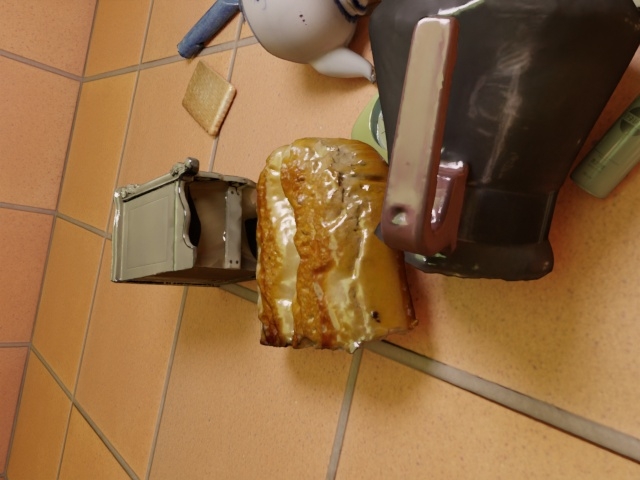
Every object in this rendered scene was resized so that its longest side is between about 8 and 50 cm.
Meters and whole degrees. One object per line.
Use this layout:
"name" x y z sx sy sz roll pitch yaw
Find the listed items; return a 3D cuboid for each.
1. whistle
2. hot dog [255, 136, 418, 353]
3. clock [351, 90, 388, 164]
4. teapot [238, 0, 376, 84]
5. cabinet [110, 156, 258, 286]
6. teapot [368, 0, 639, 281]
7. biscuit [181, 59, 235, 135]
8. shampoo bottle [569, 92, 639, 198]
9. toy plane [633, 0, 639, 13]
"whistle" -0.328 -0.649 1.435 0.304 0.062 0.062 -22 67 40
"hot dog" 0.000 0.000 0.878 0.367 0.196 0.364 -13 85 51
"clock" 0.166 -0.221 0.847 0.232 0.069 0.170 -52 50 24
"teapot" -0.005 -0.496 0.949 0.280 0.252 0.423 -16 100 27
"cabinet" -0.262 -0.023 1.087 0.318 0.290 0.227 -12 75 42
"teapot" 0.184 -0.131 0.579 0.306 0.376 0.361 12 107 30
"biscuit" -0.333 -0.424 1.418 0.249 0.030 0.160 45 114 40
"shampoo bottle" 0.395 -0.143 0.589 0.056 0.056 0.195 55 129 37
"toy plane" 0.405 -0.284 0.602 0.286 0.092 0.108 39 139 34
